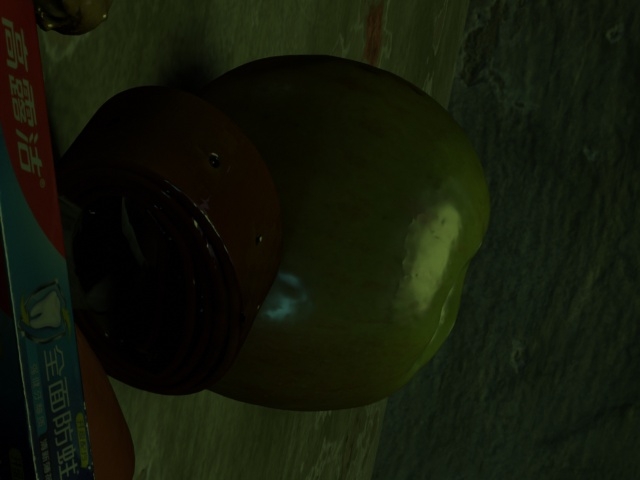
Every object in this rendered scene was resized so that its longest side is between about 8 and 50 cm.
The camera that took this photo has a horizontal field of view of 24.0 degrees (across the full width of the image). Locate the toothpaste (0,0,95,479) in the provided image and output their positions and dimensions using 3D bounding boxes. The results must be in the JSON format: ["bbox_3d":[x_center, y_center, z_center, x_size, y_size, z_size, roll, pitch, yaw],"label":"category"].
[{"bbox_3d":[-0.198,0.005,0.894,0.066,0.076,0.320,-28,114,-62],"label":"toothpaste"}]

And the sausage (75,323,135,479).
[{"bbox_3d":[-0.203,0.117,1.080,0.259,0.113,0.114,80,26,-60],"label":"sausage"}]

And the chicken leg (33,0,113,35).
[{"bbox_3d":[-0.182,-0.227,0.942,0.101,0.085,0.208,-38,132,-48],"label":"chicken leg"}]

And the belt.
[{"bbox_3d":[-0.129,0.006,1.143,0.261,0.184,0.105,103,9,-51],"label":"belt"}]

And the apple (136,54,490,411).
[{"bbox_3d":[0.000,0.000,1.400,0.338,0.305,0.339,12,90,-79],"label":"apple"}]
